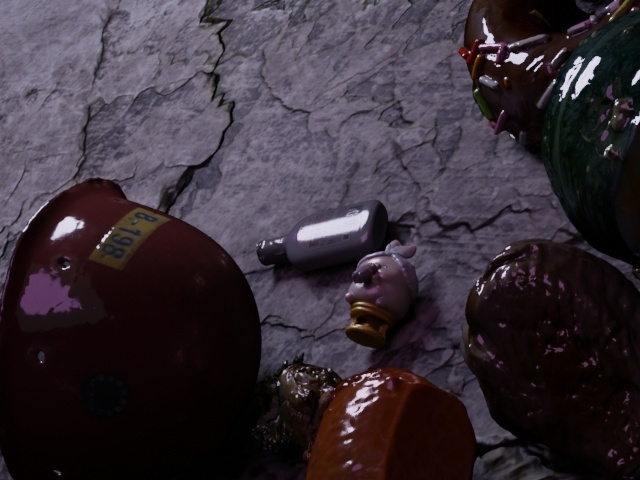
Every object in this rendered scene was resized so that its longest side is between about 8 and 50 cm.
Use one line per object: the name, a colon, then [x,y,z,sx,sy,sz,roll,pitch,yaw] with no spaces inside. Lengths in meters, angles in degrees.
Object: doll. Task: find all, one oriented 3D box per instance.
doll: [0.063,0.047,1.798,0.073,0.084,0.127,0,60,40]

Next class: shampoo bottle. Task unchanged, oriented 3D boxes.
shampoo bottle: [0.000,0.000,1.936,0.165,0.040,0.080,-14,45,31]

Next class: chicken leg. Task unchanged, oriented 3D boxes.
chicken leg: [0.004,0.204,1.663,0.070,0.093,0.178,-17,70,6]

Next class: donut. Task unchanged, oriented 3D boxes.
donut: [0.295,-0.225,1.835,0.345,0.136,0.259,-4,47,40]

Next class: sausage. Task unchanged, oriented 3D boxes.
sausage: [0.060,0.243,1.545,0.141,0.153,0.268,-39,29,44]

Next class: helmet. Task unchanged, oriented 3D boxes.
helmet: [-0.176,0.113,1.794,0.230,0.338,0.385,7,26,17]

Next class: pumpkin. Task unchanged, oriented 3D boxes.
pumpkin: [0.330,-0.088,1.537,0.263,0.293,0.197,-55,35,-2]

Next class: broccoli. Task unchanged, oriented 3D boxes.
broccoli: [-0.039,0.174,1.755,0.097,0.092,0.095,-28,48,-13]

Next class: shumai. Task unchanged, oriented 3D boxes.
shumai: [0.240,0.101,1.560,0.184,0.218,0.185,-61,-8,13]
